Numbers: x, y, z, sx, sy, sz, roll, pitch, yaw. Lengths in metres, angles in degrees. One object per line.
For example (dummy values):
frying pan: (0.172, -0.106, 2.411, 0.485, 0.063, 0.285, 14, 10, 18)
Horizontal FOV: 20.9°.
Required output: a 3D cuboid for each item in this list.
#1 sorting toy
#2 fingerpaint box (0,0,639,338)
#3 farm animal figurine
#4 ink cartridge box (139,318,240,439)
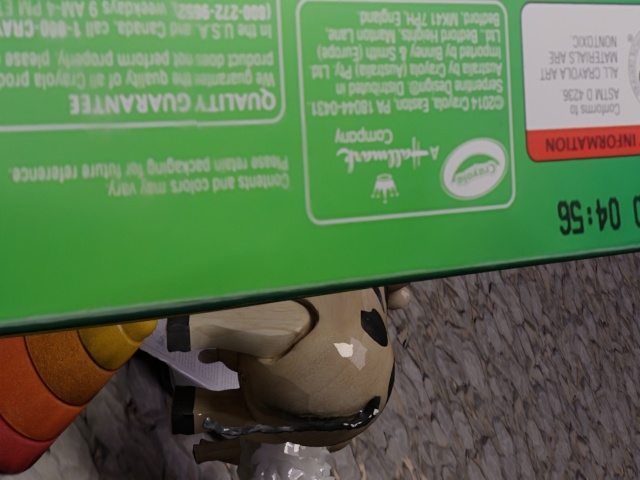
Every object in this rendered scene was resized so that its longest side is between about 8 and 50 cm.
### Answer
sorting toy: (-0.136, -0.011, 1.125, 0.127, 0.126, 0.365, 56, 26, -28)
fingerpaint box: (-0.142, -0.056, 0.588, 0.445, 0.371, 0.163, -6, 94, -40)
farm animal figurine: (0.000, 0.000, 1.112, 0.330, 0.172, 0.327, 88, 5, -52)
ink cartridge box: (-0.097, 0.060, 1.287, 0.179, 0.045, 0.145, 31, 39, -29)
